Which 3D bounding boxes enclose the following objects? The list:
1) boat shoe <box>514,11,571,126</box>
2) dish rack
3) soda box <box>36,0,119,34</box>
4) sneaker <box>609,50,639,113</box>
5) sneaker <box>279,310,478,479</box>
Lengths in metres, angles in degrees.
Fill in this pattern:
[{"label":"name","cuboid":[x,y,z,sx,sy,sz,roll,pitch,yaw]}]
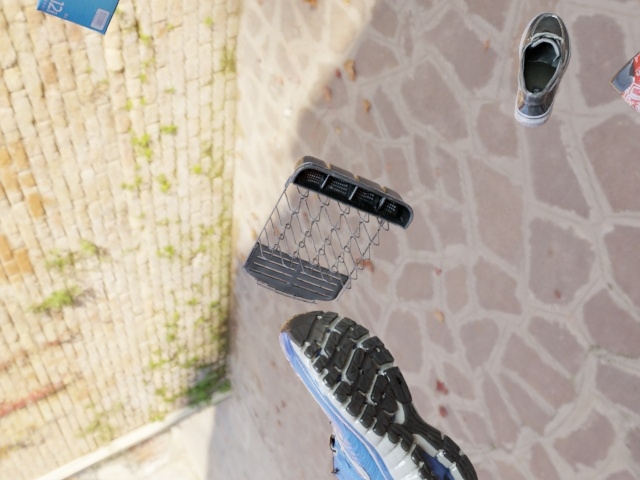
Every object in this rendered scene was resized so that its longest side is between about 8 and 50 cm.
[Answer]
[{"label":"boat shoe","cuboid":[0.516,-0.416,1.733,0.119,0.121,0.335,82,-161,-59]},{"label":"dish rack","cuboid":[0.000,0.000,1.247,0.271,0.208,0.074,-59,20,28]},{"label":"soda box","cuboid":[-0.187,-0.295,0.673,0.210,0.067,0.071,-51,39,33]},{"label":"sneaker","cuboid":[0.563,-0.270,1.095,0.145,0.090,0.270,49,139,9]},{"label":"sneaker","cuboid":[0.047,0.237,0.940,0.147,0.130,0.330,-33,95,38]}]
